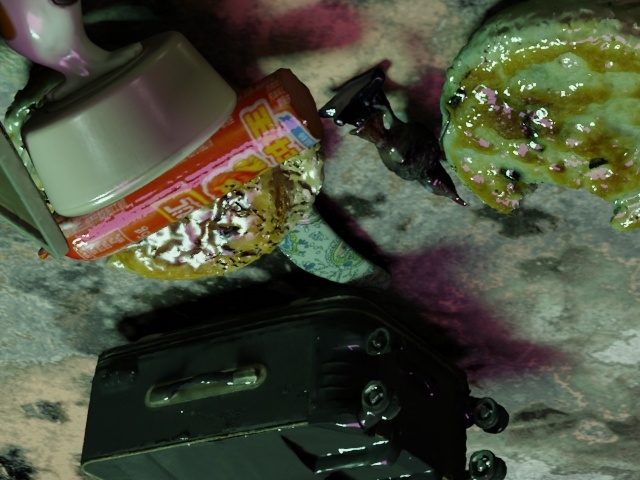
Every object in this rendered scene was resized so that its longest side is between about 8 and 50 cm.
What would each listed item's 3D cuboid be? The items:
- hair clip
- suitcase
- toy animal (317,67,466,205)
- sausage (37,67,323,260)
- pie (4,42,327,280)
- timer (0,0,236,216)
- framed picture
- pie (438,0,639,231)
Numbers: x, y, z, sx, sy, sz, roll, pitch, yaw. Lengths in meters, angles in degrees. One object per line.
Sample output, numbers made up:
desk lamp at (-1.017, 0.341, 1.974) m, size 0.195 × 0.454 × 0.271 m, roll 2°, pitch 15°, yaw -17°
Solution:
hair clip at (0.000, 0.002, 1.690) m, size 0.066 × 0.036 × 0.229 m, roll -32°, pitch 132°, yaw 24°
suitcase at (-0.043, 0.193, 1.841) m, size 0.434 × 0.194 × 0.283 m, roll -16°, pitch 146°, yaw 32°
toy animal at (0.074, -0.080, 1.514) m, size 0.070 × 0.105 × 0.202 m, roll -41°, pitch 136°, yaw 8°
sausage at (-0.129, -0.054, 1.454) m, size 0.274 × 0.074 × 0.074 m, roll -28°, pitch 137°, yaw 13°
pie at (-0.160, -0.067, 1.563) m, size 0.308 × 0.085 × 0.308 m, roll 3°, pitch 140°, yaw 2°
timer at (-0.208, -0.173, 1.342) m, size 0.175 × 0.175 × 0.266 m, roll -21°, pitch 111°, yaw 36°
framed picture at (-0.361, -0.131, 1.411) m, size 0.335 × 0.022 × 0.247 m, roll 31°, pitch 158°, yaw 31°
pie at (0.242, -0.108, 1.451) m, size 0.303 × 0.067 × 0.302 m, roll 7°, pitch 148°, yaw 4°
